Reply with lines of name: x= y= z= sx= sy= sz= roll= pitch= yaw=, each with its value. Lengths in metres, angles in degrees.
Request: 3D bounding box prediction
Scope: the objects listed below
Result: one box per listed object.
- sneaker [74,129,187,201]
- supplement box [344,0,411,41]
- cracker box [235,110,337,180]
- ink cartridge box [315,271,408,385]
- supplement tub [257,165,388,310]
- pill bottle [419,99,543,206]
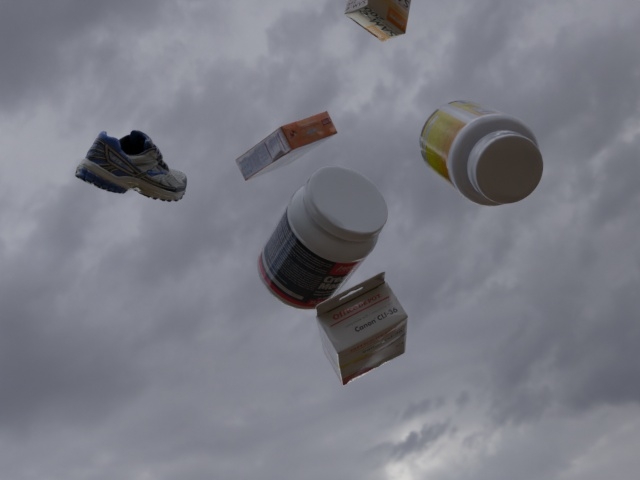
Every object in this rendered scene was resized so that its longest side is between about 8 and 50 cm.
sneaker: x=-0.169 y=-0.073 z=0.668 sx=0.135 sy=0.052 sz=0.058 roll=3 pitch=-69 yaw=-65
supplement box: x=0.066 y=-0.271 z=0.736 sx=0.062 sy=0.098 sz=0.036 roll=21 pitch=-17 yaw=-39
cracker box: x=-0.088 y=-0.234 z=1.729 sx=0.156 sy=0.067 sz=0.232 roll=-26 pitch=2 yaw=-38
ink cartridge box: x=0.061 y=0.131 z=1.006 sx=0.115 sy=0.067 sz=0.198 roll=-27 pitch=-27 yaw=-8
supplement tub: x=0.000 y=0.000 z=1.407 sx=0.191 sy=0.191 sz=0.272 roll=5 pitch=-38 yaw=-26
pill bottle: x=0.209 y=-0.115 z=0.912 sx=0.117 sy=0.215 sz=0.117 roll=-2 pitch=-72 yaw=-6
